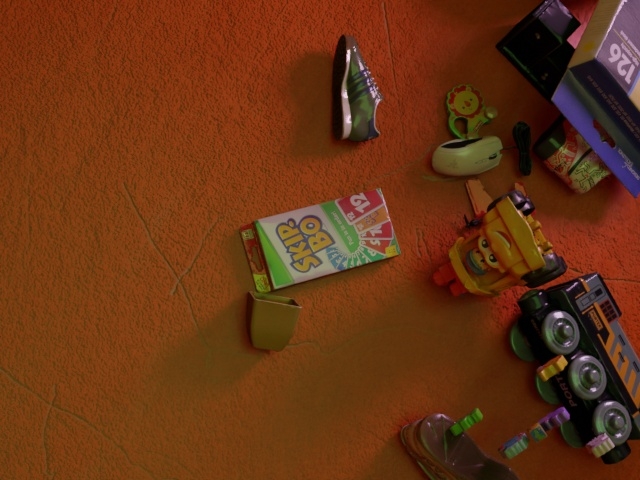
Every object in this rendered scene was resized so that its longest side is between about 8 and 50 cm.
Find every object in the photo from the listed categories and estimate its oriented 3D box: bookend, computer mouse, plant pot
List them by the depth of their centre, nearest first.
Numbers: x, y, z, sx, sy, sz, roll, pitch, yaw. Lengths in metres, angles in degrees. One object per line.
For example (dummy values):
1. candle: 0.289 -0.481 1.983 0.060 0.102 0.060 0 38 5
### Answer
1. plant pot: -0.083 0.136 1.599 0.081 0.081 0.083 11 95 -12
2. computer mouse: 0.295 -0.150 1.745 0.192 0.042 0.106 -12 125 -11
3. bookend: 0.425 -0.348 1.772 0.157 0.156 0.072 45 73 -4

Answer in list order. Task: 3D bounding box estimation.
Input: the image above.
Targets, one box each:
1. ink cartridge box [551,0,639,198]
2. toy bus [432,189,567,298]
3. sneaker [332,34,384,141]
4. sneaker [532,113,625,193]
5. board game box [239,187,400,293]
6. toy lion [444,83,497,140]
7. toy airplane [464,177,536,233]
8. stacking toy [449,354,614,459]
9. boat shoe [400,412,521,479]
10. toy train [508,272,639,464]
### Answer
1. ink cartridge box: 0.571 -0.283 1.733 0.303 0.072 0.307 39 68 -32
2. toy bus: 0.286 0.029 1.638 0.211 0.220 0.150 -28 77 14
3. sneaker: 0.070 -0.264 1.719 0.086 0.064 0.192 6 79 -21
4. sneaker: 0.526 -0.208 1.810 0.145 0.090 0.270 46 75 -6
5. board game box: 0.000 0.000 1.667 0.259 0.039 0.124 -15 84 -14
6. toy lion: 0.266 -0.233 1.778 0.096 0.034 0.100 37 74 2
7. toy airplane: 0.328 -0.053 1.760 0.151 0.028 0.151 2 81 -15
8. stacking toy: 0.348 0.316 1.593 0.221 0.052 0.167 -33 88 3
9. boat shoe: 0.253 0.405 1.639 0.285 0.089 0.104 50 58 -5
10. toy train: 0.472 0.216 1.699 0.190 0.142 0.334 -28 88 -27
